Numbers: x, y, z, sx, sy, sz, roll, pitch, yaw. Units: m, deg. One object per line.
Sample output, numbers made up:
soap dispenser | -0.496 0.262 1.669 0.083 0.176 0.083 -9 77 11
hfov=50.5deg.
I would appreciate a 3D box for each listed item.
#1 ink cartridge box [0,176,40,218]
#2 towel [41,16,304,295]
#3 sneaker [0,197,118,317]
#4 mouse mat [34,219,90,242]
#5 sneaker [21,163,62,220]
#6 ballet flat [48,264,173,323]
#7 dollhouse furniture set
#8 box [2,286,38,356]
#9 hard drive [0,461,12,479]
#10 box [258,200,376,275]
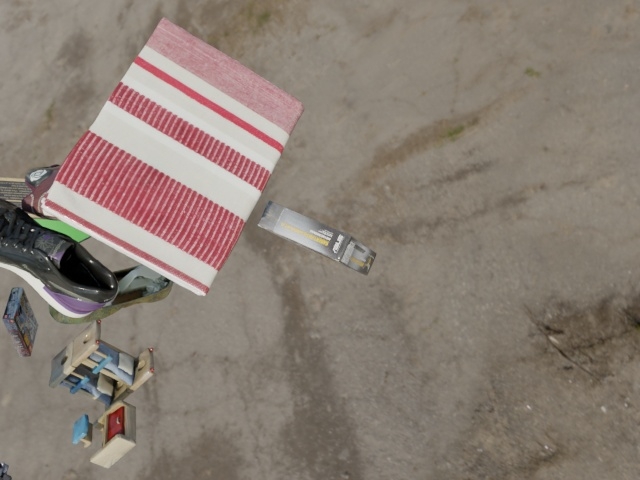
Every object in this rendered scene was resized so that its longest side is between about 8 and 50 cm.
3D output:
ink cartridge box | -0.574 -0.088 1.496 0.193 0.235 0.088 4 91 4
towel | -0.184 -0.118 0.912 0.037 0.237 0.329 -37 26 62
sneaker | -0.424 0.002 1.008 0.124 0.283 0.107 -22 38 47
mouse mat | -0.759 -0.025 1.904 0.190 0.007 0.152 -31 71 -19
sneaker | -0.398 -0.122 1.145 0.162 0.106 0.281 5 31 16
ballet flat | -0.515 0.120 1.724 0.123 0.348 0.123 8 103 39
dollhouse furniture set | -0.373 0.259 1.163 0.129 0.129 0.183 -42 35 16
box | -0.679 0.186 1.540 0.027 0.137 0.094 -3 43 -6
hard drive | -0.630 0.336 0.934 0.339 0.237 0.064 -23 43 24
box | 0.000 0.000 1.373 0.183 0.231 0.056 23 87 19
